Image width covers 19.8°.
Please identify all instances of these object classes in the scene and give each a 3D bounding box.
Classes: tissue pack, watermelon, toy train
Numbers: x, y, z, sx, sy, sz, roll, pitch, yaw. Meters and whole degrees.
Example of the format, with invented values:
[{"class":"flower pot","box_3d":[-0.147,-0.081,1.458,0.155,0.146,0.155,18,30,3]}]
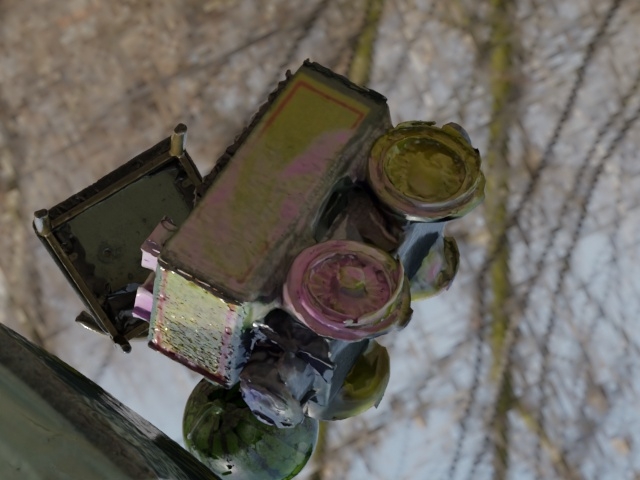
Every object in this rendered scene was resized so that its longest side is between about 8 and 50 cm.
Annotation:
[{"class":"tissue pack","box_3d":[-0.120,0.117,0.914,0.081,0.185,0.257,-52,157,-6]},{"class":"watermelon","box_3d":[-0.052,0.130,1.307,0.109,0.109,0.109,-25,-170,5]},{"class":"toy train","box_3d":[0.000,0.000,1.253,0.261,0.177,0.134,-55,168,-34]}]

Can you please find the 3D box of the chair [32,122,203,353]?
[{"class":"chair","box_3d":[-0.170,0.007,1.795,0.188,0.166,0.272,-32,179,-9]}]
